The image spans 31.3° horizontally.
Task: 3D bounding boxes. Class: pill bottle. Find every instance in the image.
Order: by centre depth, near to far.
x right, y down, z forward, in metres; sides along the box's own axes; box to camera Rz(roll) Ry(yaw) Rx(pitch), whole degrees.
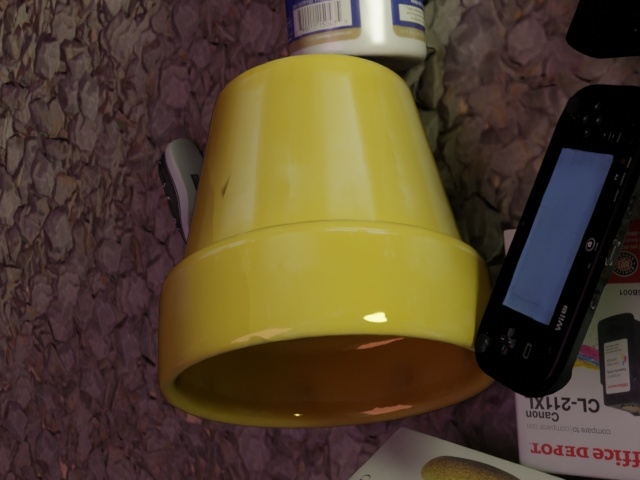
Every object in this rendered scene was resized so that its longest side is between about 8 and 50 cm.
[{"bbox_3d":[0.024,-0.232,0.921,0.112,0.112,0.187,-5,88,44],"label":"pill bottle"}]

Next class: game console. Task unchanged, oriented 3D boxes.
[{"bbox_3d":[0.184,-0.075,0.698,0.213,0.044,0.361,-145,75,-79],"label":"game console"}]

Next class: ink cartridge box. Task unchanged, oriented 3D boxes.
[{"bbox_3d":[0.203,0.074,0.792,0.127,0.072,0.175,-5,89,44],"label":"ink cartridge box"}]

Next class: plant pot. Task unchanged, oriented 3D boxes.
[{"bbox_3d":[0.000,0.000,0.881,0.254,0.254,0.239,-27,58,41],"label":"plant pot"}]

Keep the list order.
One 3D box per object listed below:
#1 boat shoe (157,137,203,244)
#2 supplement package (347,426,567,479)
[{"bbox_3d":[-0.126,-0.032,1.124,0.040,0.049,0.142,-41,58,44],"label":"boat shoe"},{"bbox_3d":[0.121,0.246,0.790,0.244,0.139,0.134,10,130,45],"label":"supplement package"}]
